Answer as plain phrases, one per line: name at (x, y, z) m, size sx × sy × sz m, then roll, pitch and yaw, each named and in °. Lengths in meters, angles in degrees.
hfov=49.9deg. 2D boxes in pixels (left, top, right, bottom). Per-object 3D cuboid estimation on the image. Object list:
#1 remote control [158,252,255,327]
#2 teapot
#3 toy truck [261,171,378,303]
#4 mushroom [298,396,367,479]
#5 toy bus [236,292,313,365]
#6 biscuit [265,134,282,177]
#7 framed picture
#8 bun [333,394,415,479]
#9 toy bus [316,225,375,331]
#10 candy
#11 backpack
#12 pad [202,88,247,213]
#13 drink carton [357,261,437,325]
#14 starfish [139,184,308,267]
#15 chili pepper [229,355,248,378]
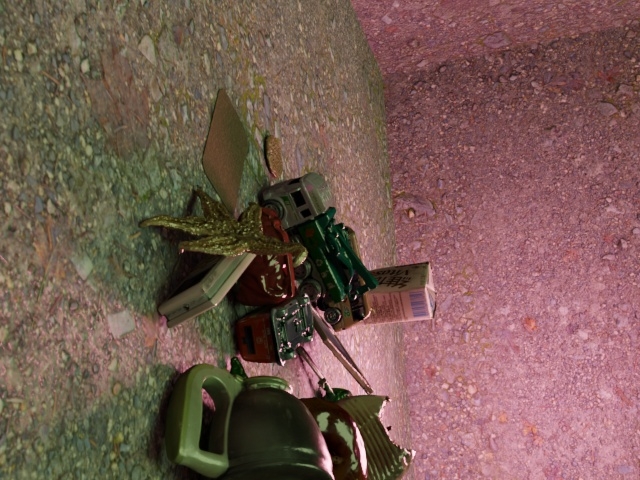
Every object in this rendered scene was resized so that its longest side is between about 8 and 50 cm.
remote control at (-0.201, 0.063, 1.287) m, size 0.056 × 0.102 × 0.277 m, roll 57°, pitch 22°, yaw -12°
teapot at (-0.146, 0.368, 1.256) m, size 0.239 × 0.321 × 0.240 m, roll -104°, pitch -147°, yaw -42°
toy truck at (-0.007, 0.001, 1.780) m, size 0.364 × 0.177 × 0.176 m, roll 61°, pitch 18°, yaw -8°
mushroom at (-0.021, 0.508, 1.585) m, size 0.254 × 0.267 × 0.267 m, roll 120°, pitch -23°, yaw -55°
toy bus at (-0.097, 0.195, 1.562) m, size 0.265 × 0.119 × 0.121 m, roll -25°, pitch 107°, yaw -73°
biscuit at (-0.125, -0.227, 1.861) m, size 0.120 × 0.015 × 0.120 m, roll -8°, pitch 90°, yaw -75°
framed picture at (0.023, 0.260, 1.857) m, size 0.247 × 0.022 × 0.335 m, roll 53°, pitch -1°, yaw 43°
bun at (0.102, 0.571, 1.882) m, size 0.205 × 0.281 × 0.282 m, roll 110°, pitch -17°, yaw -62°
toy bus at (0.057, 0.110, 2.010) m, size 0.139 × 0.157 × 0.290 m, roll -131°, pitch -152°, yaw -74°
candy at (0.003, 0.396, 1.939) m, size 0.097 × 0.097 × 0.323 m, roll -80°, pitch 148°, yaw -47°
backpack at (-0.124, 0.031, 1.511) m, size 0.229 × 0.138 × 0.229 m, roll -7°, pitch 90°, yaw -75°
pad at (-0.213, -0.205, 1.565) m, size 0.176 × 0.002 × 0.266 m, roll 65°, pitch 23°, yaw -47°
drink carton at (0.220, 0.180, 2.308) m, size 0.194 × 0.324 × 0.132 m, roll -63°, pitch 141°, yaw -64°
starfish at (-0.178, -0.022, 1.282) m, size 0.302 × 0.299 × 0.060 m, roll -109°, pitch -147°, yaw -66°
chili pepper at (-0.152, 0.347, 1.433) m, size 0.088 × 0.059 × 0.227 m, roll -42°, pitch 119°, yaw -77°
